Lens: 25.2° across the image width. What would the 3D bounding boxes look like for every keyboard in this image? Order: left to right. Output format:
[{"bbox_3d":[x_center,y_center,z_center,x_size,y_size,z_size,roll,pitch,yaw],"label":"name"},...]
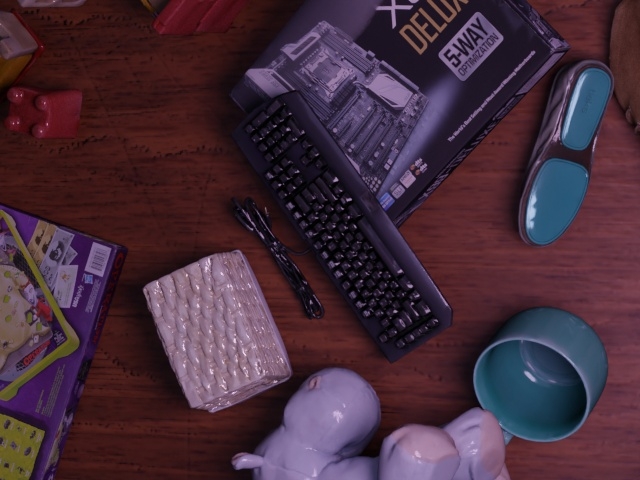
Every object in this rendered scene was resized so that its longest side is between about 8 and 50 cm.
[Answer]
[{"bbox_3d":[0.000,0.000,1.598,0.317,0.033,0.201,55,137,4],"label":"keyboard"}]

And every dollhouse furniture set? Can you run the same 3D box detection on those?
[{"bbox_3d":[-0.255,-0.265,1.693,0.374,0.152,0.201,-45,78,27],"label":"dollhouse furniture set"}]

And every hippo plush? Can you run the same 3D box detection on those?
[{"bbox_3d":[0.050,0.272,1.562,0.236,0.234,0.294,32,97,39],"label":"hippo plush"}]

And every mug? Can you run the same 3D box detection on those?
[{"bbox_3d":[0.231,0.140,1.540,0.158,0.097,0.129,-22,104,38],"label":"mug"}]

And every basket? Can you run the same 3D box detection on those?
[{"bbox_3d":[-0.120,0.103,1.639,0.113,0.103,0.167,-25,80,12],"label":"basket"}]

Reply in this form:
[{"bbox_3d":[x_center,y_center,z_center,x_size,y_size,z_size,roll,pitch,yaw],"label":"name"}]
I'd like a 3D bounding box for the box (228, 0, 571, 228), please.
[{"bbox_3d":[0.081,-0.186,1.570,0.242,0.076,0.307,48,115,10],"label":"box"}]

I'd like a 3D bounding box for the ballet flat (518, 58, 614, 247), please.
[{"bbox_3d":[0.263,-0.095,1.568,0.072,0.068,0.213,18,94,-16],"label":"ballet flat"}]

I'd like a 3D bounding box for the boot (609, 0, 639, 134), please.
[{"bbox_3d":[0.379,-0.128,1.536,0.115,0.112,0.305,-3,91,45],"label":"boot"}]

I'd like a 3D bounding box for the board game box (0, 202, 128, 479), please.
[{"bbox_3d":[-0.381,0.139,1.738,0.208,0.056,0.347,19,92,11],"label":"board game box"}]
